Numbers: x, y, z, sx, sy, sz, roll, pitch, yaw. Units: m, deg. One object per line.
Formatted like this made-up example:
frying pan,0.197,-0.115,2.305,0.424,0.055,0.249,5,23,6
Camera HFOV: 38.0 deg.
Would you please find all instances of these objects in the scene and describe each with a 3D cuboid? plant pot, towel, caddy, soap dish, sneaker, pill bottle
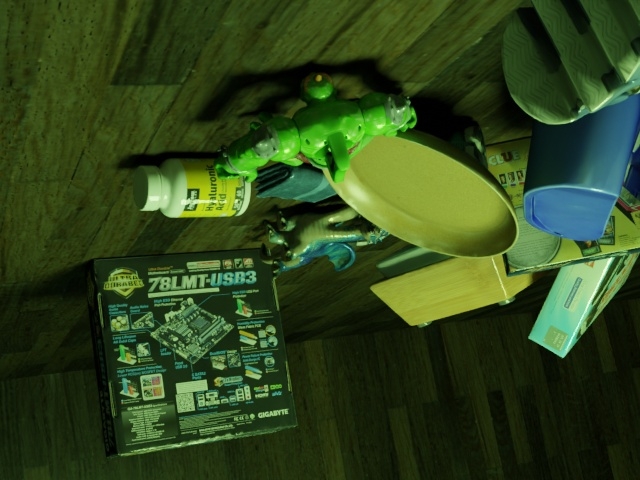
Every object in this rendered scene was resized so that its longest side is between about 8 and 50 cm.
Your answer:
plant pot,0.112,-0.058,1.032,0.236,0.032,0.236,23,158,10
towel,-0.022,-0.068,1.131,0.067,0.029,0.119,-19,164,34
caddy,0.334,-0.098,0.958,0.241,0.179,0.341,12,173,14
soap dish,0.247,0.020,1.373,0.291,0.118,0.229,-23,-179,-44
sneaker,0.144,-0.062,1.142,0.110,0.107,0.275,0,167,-4
sneaker,0.291,-0.194,0.647,0.182,0.127,0.315,-16,170,-40
pill bottle,-0.140,-0.057,1.004,0.116,0.065,0.065,-3,166,-31

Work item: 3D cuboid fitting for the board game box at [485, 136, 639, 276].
board game box,0.335,-0.058,1.149,0.243,0.165,0.042,-10,168,5

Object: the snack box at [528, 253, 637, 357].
snack box,0.409,0.023,1.335,0.060,0.187,0.322,29,-150,21

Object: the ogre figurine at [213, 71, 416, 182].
ogre figurine,0.004,-0.100,0.861,0.197,0.097,0.118,4,177,-10

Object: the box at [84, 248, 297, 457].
box,-0.199,0.167,1.438,0.295,0.293,0.073,-4,165,-29

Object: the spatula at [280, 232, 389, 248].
spatula,0.076,-0.004,1.500,0.296,0.030,0.084,-5,166,-20

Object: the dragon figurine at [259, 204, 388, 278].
dragon figurine,0.000,0.000,1.327,0.144,0.085,0.289,-6,166,-17
